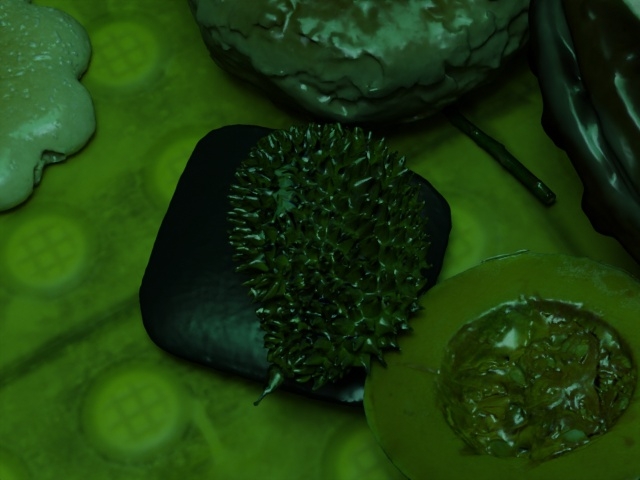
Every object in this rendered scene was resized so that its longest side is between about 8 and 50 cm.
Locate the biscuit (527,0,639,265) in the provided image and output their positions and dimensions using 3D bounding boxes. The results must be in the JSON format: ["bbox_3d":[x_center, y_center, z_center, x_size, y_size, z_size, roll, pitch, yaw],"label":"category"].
[{"bbox_3d":[0.261,-0.098,1.271,0.268,0.115,0.366,19,50,-32],"label":"biscuit"}]

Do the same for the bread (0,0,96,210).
[{"bbox_3d":[-0.283,-0.139,1.447,0.251,0.039,0.182,38,72,22],"label":"bread"}]

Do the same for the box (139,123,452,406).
[{"bbox_3d":[-0.019,0.017,1.337,0.212,0.042,0.201,14,64,13],"label":"box"}]

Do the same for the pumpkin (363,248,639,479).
[{"bbox_3d":[0.150,0.118,1.229,0.217,0.110,0.217,-12,46,13],"label":"pumpkin"}]

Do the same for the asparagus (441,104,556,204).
[{"bbox_3d":[0.118,-0.081,1.389,0.016,0.016,0.163,-29,60,-34],"label":"asparagus"}]

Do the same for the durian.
[{"bbox_3d":[0.000,-0.005,1.256,0.137,0.095,0.221,-16,60,20],"label":"durian"}]

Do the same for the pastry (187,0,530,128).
[{"bbox_3d":[0.034,-0.220,1.403,0.329,0.136,0.330,-2,61,4],"label":"pastry"}]
